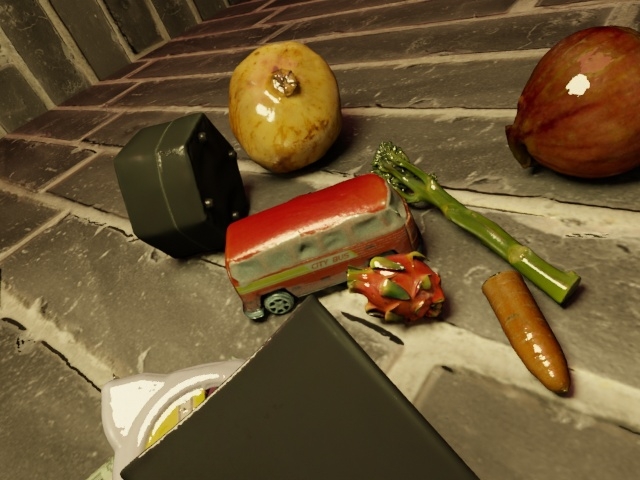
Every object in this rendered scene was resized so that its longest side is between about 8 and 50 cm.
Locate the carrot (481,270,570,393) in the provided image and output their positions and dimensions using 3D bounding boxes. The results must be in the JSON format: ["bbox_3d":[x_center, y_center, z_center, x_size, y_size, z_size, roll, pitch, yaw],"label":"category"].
[{"bbox_3d":[0.209,0.090,0.459,0.048,0.048,0.139,-17,38,8],"label":"carrot"}]

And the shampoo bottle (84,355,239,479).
[{"bbox_3d":[-0.154,0.209,0.491,0.204,0.065,0.065,-40,40,-21],"label":"shampoo bottle"}]

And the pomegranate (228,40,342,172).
[{"bbox_3d":[-0.067,-0.254,0.874,0.248,0.248,0.248,-14,37,11],"label":"pomegranate"}]

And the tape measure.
[{"bbox_3d":[-0.098,0.201,0.415,0.195,0.105,0.179,-4,58,-7],"label":"tape measure"}]

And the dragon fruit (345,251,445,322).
[{"bbox_3d":[0.086,0.055,0.533,0.116,0.086,0.081,-1,36,12],"label":"dragon fruit"}]

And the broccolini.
[{"bbox_3d":[0.194,-0.041,0.636,0.073,0.079,0.392,-22,43,-17],"label":"broccolini"}]

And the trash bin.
[{"bbox_3d":[0.010,0.182,0.316,0.225,0.115,0.165,44,64,11],"label":"trash bin"}]

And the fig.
[{"bbox_3d":[0.347,-0.168,0.605,0.205,0.205,0.205,-14,37,11],"label":"fig"}]

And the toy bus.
[{"bbox_3d":[0.000,0.000,0.618,0.264,0.120,0.121,-19,38,6],"label":"toy bus"}]

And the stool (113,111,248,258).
[{"bbox_3d":[-0.222,-0.090,0.772,0.141,0.232,0.232,-12,38,11],"label":"stool"}]
